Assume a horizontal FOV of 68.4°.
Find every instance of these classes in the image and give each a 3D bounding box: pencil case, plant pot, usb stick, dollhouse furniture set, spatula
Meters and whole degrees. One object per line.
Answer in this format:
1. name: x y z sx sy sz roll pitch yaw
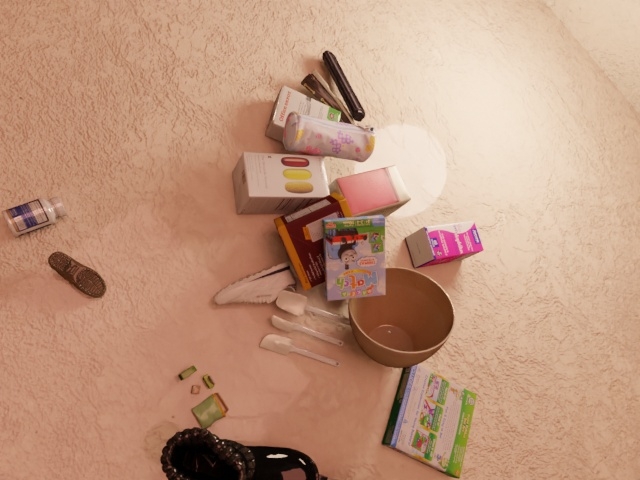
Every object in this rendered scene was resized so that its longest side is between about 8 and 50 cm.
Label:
1. pencil case: 0.027 -0.302 1.384 0.273 0.124 0.114 4 74 -22
2. plant pot: 0.208 0.241 1.314 0.284 0.191 0.284 3 45 -3
3. usb stick: 0.077 -0.525 1.595 0.077 0.045 0.278 15 48 -62
4. dollhouse furniture set: -0.283 0.375 1.135 0.076 0.058 0.152 -31 87 -30
5. spatula: -0.028 0.249 1.295 0.242 0.019 0.168 22 81 -17

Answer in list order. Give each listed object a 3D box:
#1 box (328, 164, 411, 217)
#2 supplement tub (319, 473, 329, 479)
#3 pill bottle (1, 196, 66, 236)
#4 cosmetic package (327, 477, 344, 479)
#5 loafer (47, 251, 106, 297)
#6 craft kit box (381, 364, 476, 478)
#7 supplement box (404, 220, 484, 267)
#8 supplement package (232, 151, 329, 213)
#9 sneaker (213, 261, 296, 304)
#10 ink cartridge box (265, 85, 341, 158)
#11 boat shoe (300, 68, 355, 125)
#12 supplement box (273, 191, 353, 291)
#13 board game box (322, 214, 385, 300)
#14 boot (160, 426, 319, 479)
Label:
1. box: 0.133 -0.129 1.454 0.232 0.148 0.127 -17 79 -30
2. supplement tub: -0.036 0.661 1.121 0.106 0.106 0.198 26 62 -15
3. pill bottle: -0.669 -0.060 1.104 0.120 0.067 0.067 -28 85 -30
4. cosmetic package: 0.148 0.676 1.122 0.296 0.153 0.129 37 58 -33
5. loafer: -0.573 0.080 1.112 0.148 0.050 0.056 48 62 -21
6. craft kit box: 0.323 0.518 1.371 0.246 0.061 0.250 29 63 -10
7. supplement box: 0.410 0.012 1.556 0.220 0.114 0.111 -8 75 -29
8. supplement package: -0.115 -0.161 1.359 0.244 0.134 0.139 -3 73 -26
9. sneaker: -0.170 0.134 1.262 0.235 0.090 0.095 -20 94 -27
10. ink cartridge box: -0.055 -0.370 1.487 0.208 0.087 0.153 21 65 -18
11. boat shoe: 0.028 -0.459 1.571 0.068 0.081 0.228 -38 106 13
12. supplement box: 0.000 0.000 1.287 0.194 0.129 0.191 -24 106 -4
13. board game box: 0.089 0.045 1.226 0.160 0.039 0.212 -5 105 -10
14. boot: -0.155 0.491 0.999 0.347 0.260 0.131 8 59 -8
